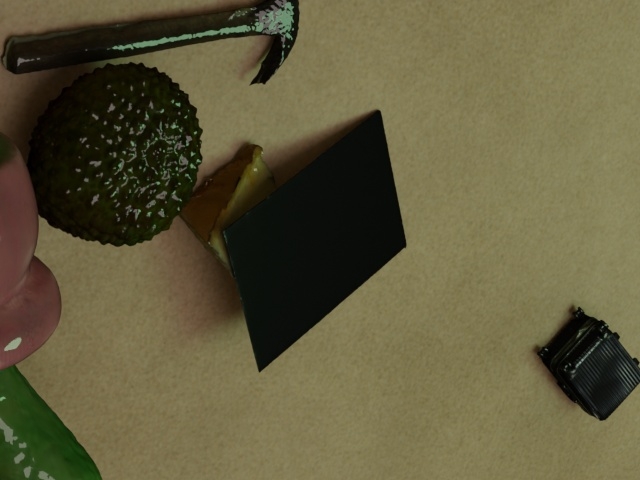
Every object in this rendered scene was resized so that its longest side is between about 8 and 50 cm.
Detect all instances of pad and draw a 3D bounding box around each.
[{"bbox_3d":[0.000,0.000,1.942,0.245,0.006,0.170,-40,130,-37],"label":"pad"}]

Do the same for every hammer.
[{"bbox_3d":[-0.149,-0.188,1.789,0.297,0.027,0.125,-11,112,-30],"label":"hammer"}]

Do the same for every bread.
[{"bbox_3d":[-0.070,-0.024,1.885,0.109,0.080,0.084,-40,131,-10],"label":"bread"}]

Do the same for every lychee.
[{"bbox_3d":[-0.176,-0.077,1.732,0.171,0.171,0.171,-15,119,-28],"label":"lychee"}]

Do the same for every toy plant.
[{"bbox_3d":[-0.352,0.083,1.680,0.317,0.210,0.356,-1,121,2],"label":"toy plant"}]

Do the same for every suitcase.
[{"bbox_3d":[0.310,0.143,2.237,0.086,0.059,0.126,-46,129,-6],"label":"suitcase"}]
